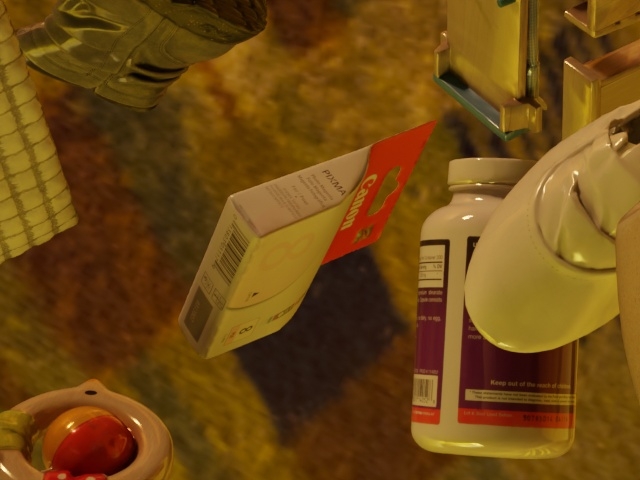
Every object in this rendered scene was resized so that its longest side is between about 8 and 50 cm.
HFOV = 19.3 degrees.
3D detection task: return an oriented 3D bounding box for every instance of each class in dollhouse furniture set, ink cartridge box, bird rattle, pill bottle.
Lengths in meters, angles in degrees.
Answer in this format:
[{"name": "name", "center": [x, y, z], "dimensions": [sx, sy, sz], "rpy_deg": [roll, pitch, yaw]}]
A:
[{"name": "dollhouse furniture set", "center": [0.266, -0.257, 1.981], "dimensions": [0.198, 0.303, 0.286], "rpy_deg": [-26, 135, -23]}, {"name": "ink cartridge box", "center": [0.000, 0.000, 1.653], "dimensions": [0.232, 0.066, 0.189], "rpy_deg": [-17, 151, -31]}, {"name": "bird rattle", "center": [-0.222, 0.192, 1.624], "dimensions": [0.207, 0.253, 0.143], "rpy_deg": [-25, 124, -35]}, {"name": "pill bottle", "center": [0.197, 0.076, 2.078], "dimensions": [0.181, 0.181, 0.323], "rpy_deg": [6, 86, -33]}]

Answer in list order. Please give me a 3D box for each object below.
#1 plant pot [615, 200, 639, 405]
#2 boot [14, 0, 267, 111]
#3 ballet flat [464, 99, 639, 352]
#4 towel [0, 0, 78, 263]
[{"name": "plant pot", "center": [0.282, 0.022, 1.090], "dimensions": [0.284, 0.284, 0.191], "rpy_deg": [-38, 86, -19]}, {"name": "boot", "center": [-0.172, -0.170, 1.342], "dimensions": [0.246, 0.161, 0.083], "rpy_deg": [27, 47, -36]}, {"name": "ballet flat", "center": [0.276, -0.067, 1.473], "dimensions": [0.400, 0.139, 0.139], "rpy_deg": [-36, 117, -13]}, {"name": "towel", "center": [-0.289, -0.076, 1.112], "dimensions": [0.235, 0.121, 0.284], "rpy_deg": [-23, 142, -8]}]
